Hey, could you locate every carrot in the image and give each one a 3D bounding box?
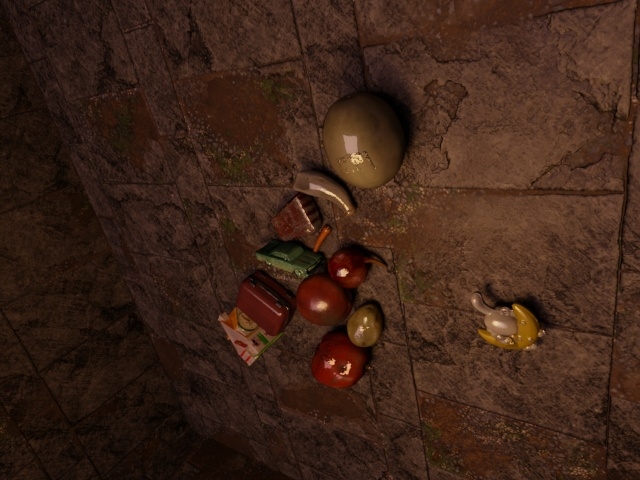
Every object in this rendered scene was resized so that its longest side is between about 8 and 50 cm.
[{"bbox_3d":[0.000,0.000,2.009,0.037,0.037,0.190,41,138,10],"label":"carrot"}]

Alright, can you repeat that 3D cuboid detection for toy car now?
[{"bbox_3d":[-0.146,0.072,2.075,0.321,0.141,0.097,17,129,35],"label":"toy car"}]

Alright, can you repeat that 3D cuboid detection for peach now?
[{"bbox_3d":[0.022,0.259,2.003,0.252,0.252,0.252,20,128,28],"label":"peach"}]

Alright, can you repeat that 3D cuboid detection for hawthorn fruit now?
[{"bbox_3d":[0.102,0.553,2.129,0.300,0.275,0.275,12,124,19],"label":"hawthorn fruit"}]

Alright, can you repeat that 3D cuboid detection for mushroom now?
[{"bbox_3d":[0.027,-0.194,1.815,0.270,0.103,0.118,30,132,12],"label":"mushroom"}]

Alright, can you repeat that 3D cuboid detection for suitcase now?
[{"bbox_3d":[-0.275,0.320,2.338,0.297,0.161,0.236,35,133,14],"label":"suitcase"}]

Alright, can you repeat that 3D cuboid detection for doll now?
[{"bbox_3d":[0.659,0.292,1.623,0.252,0.111,0.237,15,141,30],"label":"doll"}]

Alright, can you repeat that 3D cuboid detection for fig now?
[{"bbox_3d":[0.139,0.098,1.884,0.207,0.175,0.175,-30,97,30],"label":"fig"}]

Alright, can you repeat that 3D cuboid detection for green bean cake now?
[{"bbox_3d":[-0.111,-0.107,1.979,0.233,0.097,0.198,-17,107,44],"label":"green bean cake"}]

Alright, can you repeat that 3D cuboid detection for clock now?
[{"bbox_3d":[-0.395,0.478,2.483,0.309,0.235,0.166,44,134,7],"label":"clock"}]

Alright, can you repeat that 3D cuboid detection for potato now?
[{"bbox_3d":[0.196,0.362,2.005,0.157,0.157,0.194,25,128,24],"label":"potato"}]

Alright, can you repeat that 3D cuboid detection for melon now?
[{"bbox_3d":[0.144,-0.318,1.523,0.268,0.268,0.330,2,126,37],"label":"melon"}]
